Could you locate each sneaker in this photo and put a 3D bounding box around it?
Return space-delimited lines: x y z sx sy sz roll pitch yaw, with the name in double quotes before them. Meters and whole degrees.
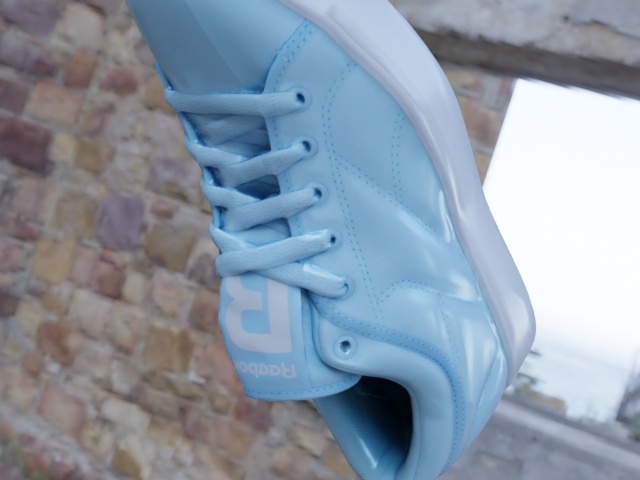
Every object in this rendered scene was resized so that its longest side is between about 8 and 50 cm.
"sneaker" 0.000 0.000 0.661 0.135 0.150 0.366 -1 -43 42
